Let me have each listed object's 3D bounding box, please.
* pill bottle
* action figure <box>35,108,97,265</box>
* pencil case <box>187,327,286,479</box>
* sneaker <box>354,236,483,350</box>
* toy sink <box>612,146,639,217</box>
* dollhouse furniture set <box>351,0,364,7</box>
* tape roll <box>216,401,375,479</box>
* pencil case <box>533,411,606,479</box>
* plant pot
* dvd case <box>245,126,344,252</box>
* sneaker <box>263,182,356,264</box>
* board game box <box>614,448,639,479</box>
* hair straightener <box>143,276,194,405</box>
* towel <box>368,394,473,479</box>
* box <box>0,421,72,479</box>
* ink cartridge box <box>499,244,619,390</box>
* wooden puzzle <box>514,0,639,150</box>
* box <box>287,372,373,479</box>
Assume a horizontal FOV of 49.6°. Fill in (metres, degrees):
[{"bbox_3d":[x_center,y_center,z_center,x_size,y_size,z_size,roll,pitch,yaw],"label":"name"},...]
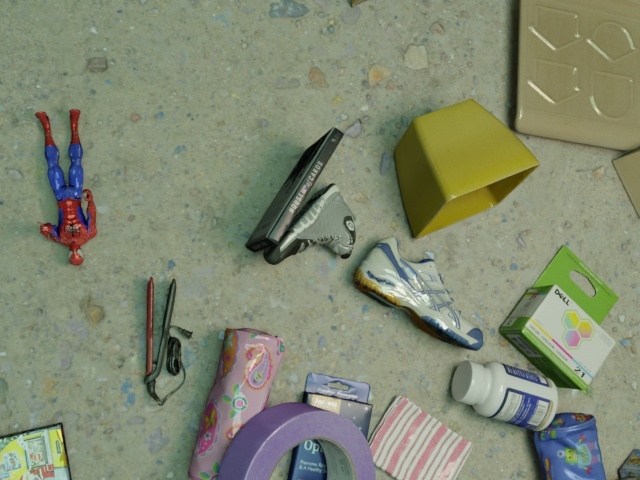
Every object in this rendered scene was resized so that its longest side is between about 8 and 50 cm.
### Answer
[{"bbox_3d":[0.364,0.304,1.382,0.186,0.112,0.112,19,78,-12],"label":"pill bottle"},{"bbox_3d":[-0.446,-0.097,1.210,0.091,0.139,0.281,-8,87,-15],"label":"action figure"},{"bbox_3d":[-0.147,0.299,1.238,0.124,0.124,0.284,16,78,-13],"label":"pencil case"},{"bbox_3d":[0.217,0.104,1.371,0.296,0.112,0.131,34,75,-9],"label":"sneaker"},{"bbox_3d":[0.816,-0.171,1.563,0.234,0.131,0.153,-25,90,-18],"label":"toy sink"},{"bbox_3d":[0.118,-0.561,1.463,0.151,0.076,0.059,-28,77,-19],"label":"dollhouse furniture set"},{"bbox_3d":[-0.038,0.423,1.186,0.274,0.090,0.275,1,89,-35],"label":"tape roll"},{"bbox_3d":[0.506,0.503,1.389,0.133,0.119,0.306,-5,84,-8],"label":"pencil case"},{"bbox_3d":[0.266,-0.154,1.382,0.212,0.212,0.187,-21,75,-17],"label":"plant pot"},{"bbox_3d":[-0.052,-0.089,1.289,0.029,0.179,0.239,33,75,-12],"label":"dvd case"},{"bbox_3d":[0.000,0.000,1.323,0.132,0.086,0.229,50,55,-12],"label":"sneaker"},{"bbox_3d":[0.660,0.545,1.445,0.194,0.060,0.194,-2,79,-26],"label":"board game box"},{"bbox_3d":[-0.274,0.183,1.258,0.088,0.047,0.231,3,82,-15],"label":"hair straightener"},{"bbox_3d":[0.196,0.414,1.364,0.197,0.029,0.144,35,76,-8],"label":"towel"},{"bbox_3d":[-0.498,0.441,1.162,0.159,0.044,0.233,-9,85,-16],"label":"box"},{"bbox_3d":[0.530,0.155,1.457,0.188,0.097,0.255,42,75,-6],"label":"ink cartridge box"},{"bbox_3d":[0.580,-0.390,1.563,0.321,0.080,0.348,7,85,-14],"label":"wooden puzzle"},{"bbox_3d":[0.021,0.375,1.319,0.136,0.036,0.226,13,78,-13],"label":"box"}]
